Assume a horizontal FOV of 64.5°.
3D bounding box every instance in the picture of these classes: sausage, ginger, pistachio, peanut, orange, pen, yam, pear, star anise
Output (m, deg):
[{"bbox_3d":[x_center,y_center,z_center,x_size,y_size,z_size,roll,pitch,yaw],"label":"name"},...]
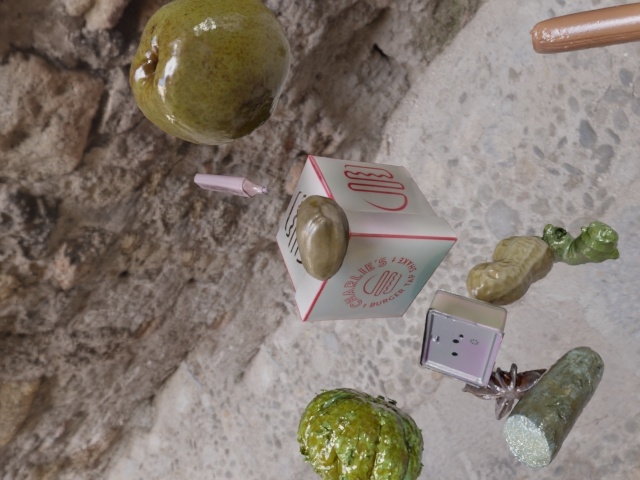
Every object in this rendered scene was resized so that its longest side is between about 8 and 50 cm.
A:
[{"bbox_3d":[0.630,-0.482,1.154,0.289,0.086,0.086,6,90,36],"label":"sausage"},{"bbox_3d":[0.674,0.010,1.365,0.137,0.089,0.290,62,165,-10],"label":"ginger"},{"bbox_3d":[0.000,0.000,1.012,0.126,0.108,0.185,16,121,39],"label":"pistachio"},{"bbox_3d":[0.456,0.071,1.227,0.136,0.298,0.120,51,143,16],"label":"peanut"},{"bbox_3d":[0.096,0.468,1.156,0.301,0.300,0.223,1,75,69],"label":"orange"},{"bbox_3d":[-0.193,-0.120,1.115,0.197,0.053,0.032,10,70,31],"label":"pen"},{"bbox_3d":[0.572,0.381,1.219,0.133,0.330,0.133,41,155,24],"label":"yam"},{"bbox_3d":[-0.162,-0.247,0.737,0.188,0.211,0.228,44,127,19],"label":"pear"},{"bbox_3d":[0.539,0.417,1.450,0.257,0.198,0.110,-40,18,41],"label":"star anise"}]

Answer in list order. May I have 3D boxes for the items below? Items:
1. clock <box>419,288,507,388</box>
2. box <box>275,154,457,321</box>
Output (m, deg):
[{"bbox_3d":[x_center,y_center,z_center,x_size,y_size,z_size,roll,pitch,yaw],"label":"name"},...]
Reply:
[{"bbox_3d":[0.285,0.200,1.021,0.147,0.071,0.192,15,137,21],"label":"clock"},{"bbox_3d":[0.095,-0.003,1.304,0.314,0.312,0.300,-64,35,38],"label":"box"}]
